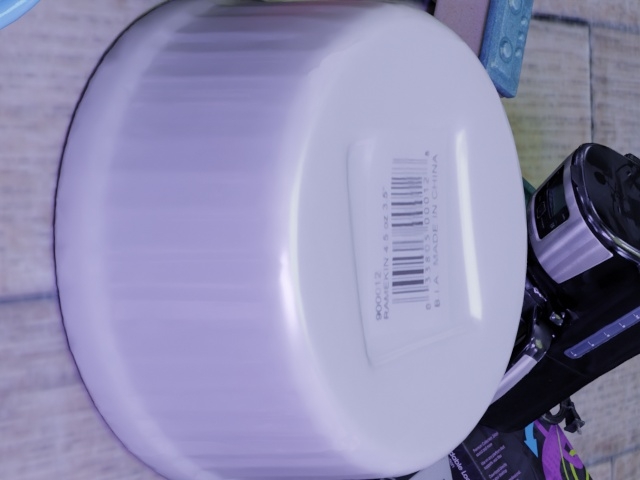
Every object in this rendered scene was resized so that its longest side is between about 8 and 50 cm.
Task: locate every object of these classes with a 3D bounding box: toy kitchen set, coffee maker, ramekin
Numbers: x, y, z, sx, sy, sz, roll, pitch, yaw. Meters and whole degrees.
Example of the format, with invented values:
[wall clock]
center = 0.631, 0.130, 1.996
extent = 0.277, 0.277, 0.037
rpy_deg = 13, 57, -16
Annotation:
[toy kitchen set]
center = 0.157, -0.068, 1.138
extent = 0.207, 0.122, 0.166
rpy_deg = 34, 62, -50
[coffee maker]
center = 0.158, 0.034, 1.050
extent = 0.171, 0.178, 0.120
rpy_deg = 10, 54, -45
[ramekin]
center = 0.000, 0.000, 0.904
extent = 0.277, 0.135, 0.277
rpy_deg = 0, 91, -55

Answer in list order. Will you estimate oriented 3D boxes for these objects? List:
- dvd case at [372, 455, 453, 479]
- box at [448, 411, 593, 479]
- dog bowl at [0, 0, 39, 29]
[dvd case]
center = 0.037, 0.270, 1.023
extent = 0.179, 0.029, 0.239
rpy_deg = -32, 119, -42
[box]
center = 0.121, 0.136, 1.103
extent = 0.162, 0.029, 0.116
rpy_deg = 57, 34, 5
[dog bowl]
center = -0.206, -0.112, 0.599
extent = 0.297, 0.074, 0.166
rpy_deg = -36, 123, -30
